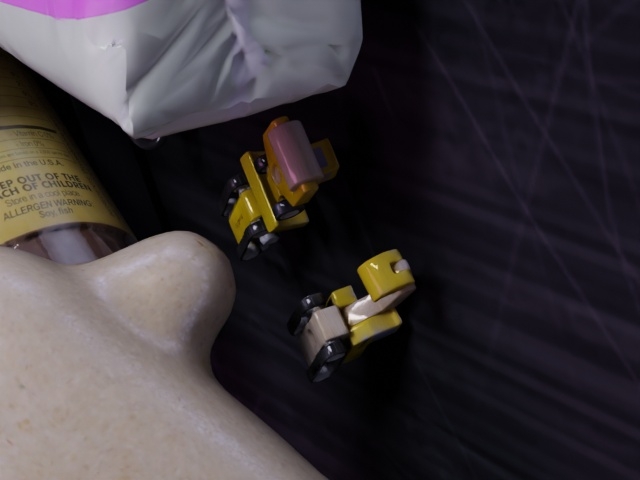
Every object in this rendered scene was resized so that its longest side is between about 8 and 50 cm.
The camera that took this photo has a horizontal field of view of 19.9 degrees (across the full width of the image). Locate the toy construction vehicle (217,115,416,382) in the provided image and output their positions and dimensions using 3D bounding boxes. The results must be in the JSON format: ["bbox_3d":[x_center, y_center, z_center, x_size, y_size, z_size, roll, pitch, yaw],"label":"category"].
[{"bbox_3d":[0.000,0.000,0.649,0.086,0.035,0.098,66,160,17],"label":"toy construction vehicle"}]

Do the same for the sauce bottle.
[{"bbox_3d":[-0.187,-0.066,0.812,0.344,0.111,0.111,54,151,31],"label":"sauce bottle"}]

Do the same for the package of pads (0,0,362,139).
[{"bbox_3d":[-0.086,-0.207,0.565,0.229,0.101,0.296,34,133,51],"label":"package of pads"}]

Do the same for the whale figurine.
[{"bbox_3d":[-0.068,0.105,0.628,0.141,0.272,0.216,95,-173,-82],"label":"whale figurine"}]

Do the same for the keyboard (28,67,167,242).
[{"bbox_3d":[-0.117,-0.098,0.810,0.201,0.033,0.317,-14,97,66],"label":"keyboard"}]
